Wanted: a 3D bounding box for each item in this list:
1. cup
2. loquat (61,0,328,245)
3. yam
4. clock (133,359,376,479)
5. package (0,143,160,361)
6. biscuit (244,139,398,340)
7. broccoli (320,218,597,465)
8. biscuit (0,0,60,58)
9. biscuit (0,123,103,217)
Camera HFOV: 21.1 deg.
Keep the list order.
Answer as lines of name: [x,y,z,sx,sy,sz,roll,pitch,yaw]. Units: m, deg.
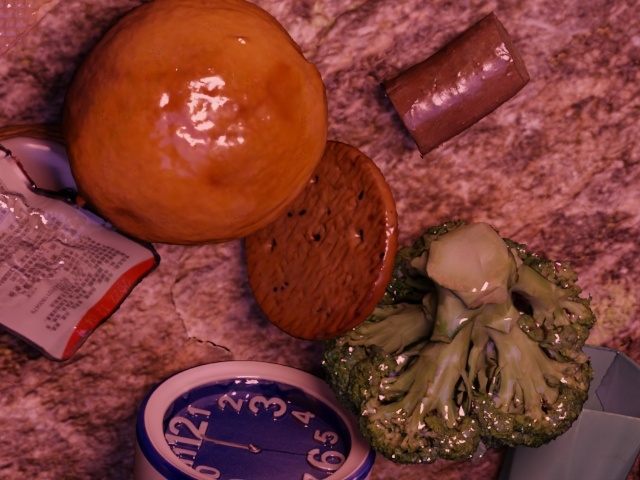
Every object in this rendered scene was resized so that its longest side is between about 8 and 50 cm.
cup: [0.247,0.234,1.767,0.134,0.148,0.235,-3,125,-37]
loquat: [-0.110,-0.105,1.499,0.238,0.193,0.238,-5,125,-7]
yam: [0.126,-0.143,1.578,0.127,0.084,0.084,-32,117,12]
clock: [-0.063,0.207,1.645,0.230,0.230,0.083,1,120,-9]
package: [-0.279,0.007,1.569,0.232,0.040,0.166,34,115,-29]
biscuit: [0.001,0.000,1.584,0.027,0.188,0.188,9,120,-46]
broccoli: [0.135,0.089,1.592,0.270,0.270,0.270,-9,148,-3]
biscuit: [-0.328,-0.189,1.499,0.239,0.062,0.108,-42,113,12]
biscuit: [-0.269,-0.019,1.603,0.208,0.049,0.181,-10,119,-1]
